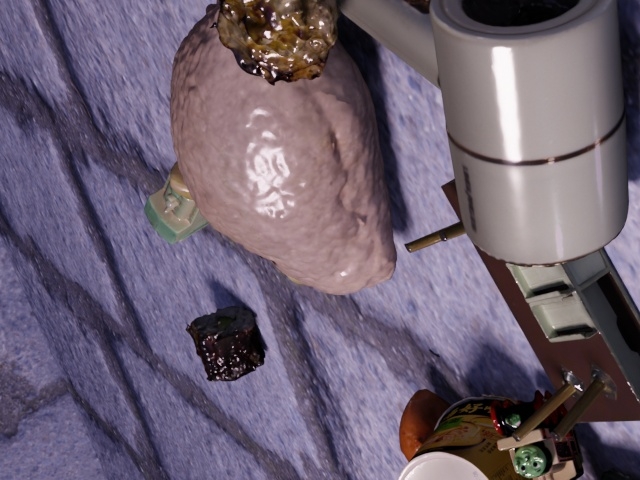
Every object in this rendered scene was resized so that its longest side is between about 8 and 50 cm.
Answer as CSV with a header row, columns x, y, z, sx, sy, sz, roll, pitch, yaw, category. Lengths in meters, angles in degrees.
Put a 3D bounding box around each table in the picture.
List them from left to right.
x,y,z,sx,sy,sz,roll,pitch,yaw,category
0.172,0.055,1.208,0.240,0.111,0.121,60,158,-3,table

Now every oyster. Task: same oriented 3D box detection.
x,y,z,sx,sy,sz,roll,pitch,yaw,category
-0.032,-0.191,1.181,0.105,0.056,0.177,22,139,-2,oyster

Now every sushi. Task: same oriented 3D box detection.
x,y,z,sx,sy,sz,roll,pitch,yaw,category
-0.130,0.140,2.019,0.098,0.094,0.084,-125,18,-60,sushi

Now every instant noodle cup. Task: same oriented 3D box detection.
x,y,z,sx,sy,sz,roll,pitch,yaw,category
0.149,0.237,1.406,0.151,0.122,0.151,12,113,30,instant noodle cup

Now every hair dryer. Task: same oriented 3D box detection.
x,y,z,sx,sy,sz,roll,pitch,yaw,category
0.098,-0.150,1.123,0.362,0.128,0.203,47,157,48,hair dryer

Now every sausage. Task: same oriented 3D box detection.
x,y,z,sx,sy,sz,roll,pitch,yaw,category
0.149,0.237,1.536,0.179,0.089,0.089,47,156,23,sausage

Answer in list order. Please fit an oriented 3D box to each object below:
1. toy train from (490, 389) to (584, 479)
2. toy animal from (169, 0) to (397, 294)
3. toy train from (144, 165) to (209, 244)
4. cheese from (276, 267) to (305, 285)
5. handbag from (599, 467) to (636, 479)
x,y,z,sx,sy,sz,roll,pitch,yaw,category
0.196,0.180,1.313,0.138,0.050,0.087,15,-121,-65,toy train
-0.049,-0.103,1.388,0.226,0.188,0.358,33,146,41,toy animal
-0.136,-0.066,1.716,0.081,0.125,0.194,53,159,7,toy train
0.000,0.000,1.600,0.255,0.050,0.127,12,129,62,cheese
0.309,0.345,1.268,0.247,0.079,0.260,11,116,64,handbag
